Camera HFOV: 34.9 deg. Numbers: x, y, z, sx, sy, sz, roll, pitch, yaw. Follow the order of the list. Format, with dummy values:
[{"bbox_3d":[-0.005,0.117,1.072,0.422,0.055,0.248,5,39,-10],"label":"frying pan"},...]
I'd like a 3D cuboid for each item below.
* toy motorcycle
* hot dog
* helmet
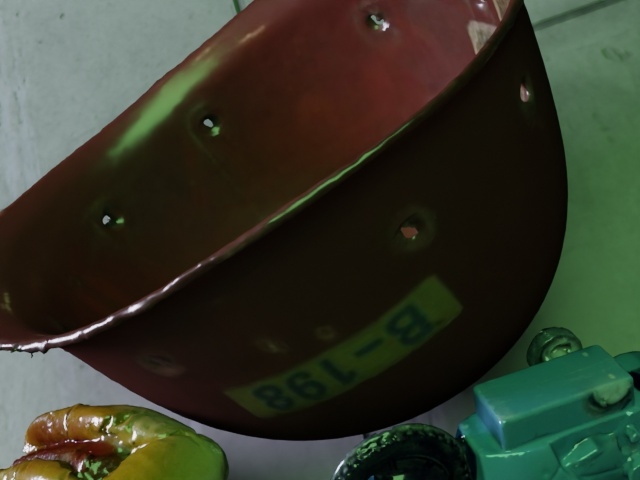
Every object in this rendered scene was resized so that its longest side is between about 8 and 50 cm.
[{"bbox_3d":[0.143,0.145,0.567,0.272,0.182,0.123,-17,29,-8],"label":"toy motorcycle"},{"bbox_3d":[-0.145,0.142,0.609,0.084,0.073,0.242,-51,17,-30],"label":"hot dog"},{"bbox_3d":[0.000,0.000,0.633,0.385,0.230,0.337,-32,28,14],"label":"helmet"}]
